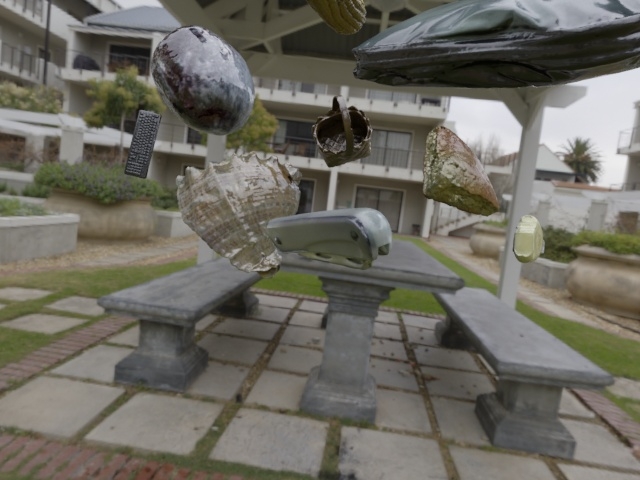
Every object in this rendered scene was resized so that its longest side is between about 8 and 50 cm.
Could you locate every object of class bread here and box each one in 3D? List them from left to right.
[{"bbox_3d":[0.202,-0.082,0.633,0.136,0.154,0.054,39,-46,-17],"label":"bread"}]

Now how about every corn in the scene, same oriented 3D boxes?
[{"bbox_3d":[0.019,-0.418,0.776,0.080,0.080,0.231,9,8,20],"label":"corn"}]

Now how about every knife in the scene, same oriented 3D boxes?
[{"bbox_3d":[-0.001,-0.003,0.603,0.040,0.073,0.265,-25,14,-28],"label":"knife"}]

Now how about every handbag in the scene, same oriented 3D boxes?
[{"bbox_3d":[0.185,-0.201,0.438,0.191,0.075,0.332,-28,28,-24],"label":"handbag"}]

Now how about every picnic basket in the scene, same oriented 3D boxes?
[{"bbox_3d":[0.050,-0.259,1.068,0.137,0.128,0.178,-18,-15,-1],"label":"picnic basket"}]

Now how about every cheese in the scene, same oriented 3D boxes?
[{"bbox_3d":[0.590,0.004,1.264,0.050,0.127,0.255,2,-3,36],"label":"cheese"}]

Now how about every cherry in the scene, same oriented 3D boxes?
[{"bbox_3d":[-0.278,-0.379,1.101,0.296,0.218,0.255,61,8,33],"label":"cherry"}]

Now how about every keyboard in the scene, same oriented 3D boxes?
[{"bbox_3d":[-0.407,-0.220,1.043,0.053,0.155,0.010,11,-5,-7],"label":"keyboard"}]

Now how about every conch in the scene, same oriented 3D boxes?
[{"bbox_3d":[-0.165,-0.096,1.040,0.297,0.210,0.352,9,32,-35],"label":"conch"}]
